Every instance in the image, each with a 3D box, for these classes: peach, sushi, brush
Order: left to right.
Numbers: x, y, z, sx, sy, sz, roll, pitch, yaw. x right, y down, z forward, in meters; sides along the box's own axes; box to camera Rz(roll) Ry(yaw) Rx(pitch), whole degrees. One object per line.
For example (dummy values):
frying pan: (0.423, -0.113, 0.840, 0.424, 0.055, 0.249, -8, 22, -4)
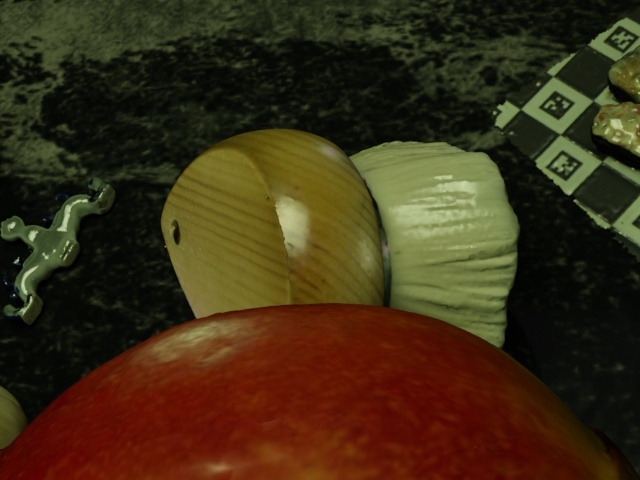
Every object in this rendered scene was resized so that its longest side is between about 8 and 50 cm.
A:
peach: (-0.012, 0.205, 0.582, 0.370, 0.370, 0.370, -6, 60, 11)
brush: (0.000, 0.000, 0.819, 0.166, 0.174, 0.266, -8, 17, -27)
sushi: (0.259, -0.106, 0.870, 0.210, 0.040, 0.193, -37, 59, -8)

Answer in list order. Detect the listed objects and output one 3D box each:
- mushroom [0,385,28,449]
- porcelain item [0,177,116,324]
mushroom: (-0.252, 0.198, 0.745, 0.234, 0.254, 0.260, 23, 36, -20)
porcelain item: (-0.229, 0.000, 0.945, 0.075, 0.021, 0.136, 22, 68, 24)
